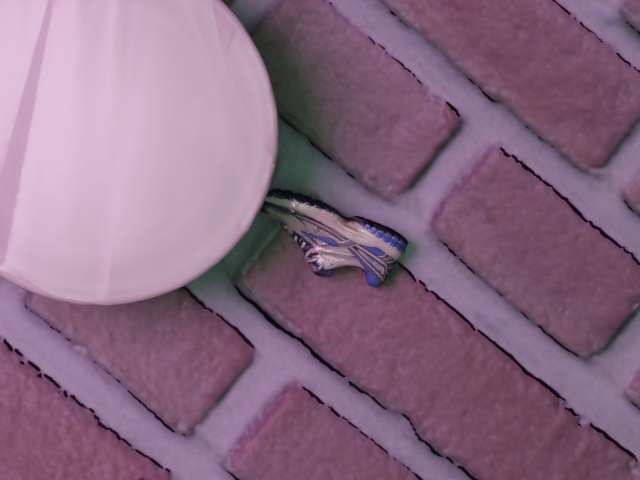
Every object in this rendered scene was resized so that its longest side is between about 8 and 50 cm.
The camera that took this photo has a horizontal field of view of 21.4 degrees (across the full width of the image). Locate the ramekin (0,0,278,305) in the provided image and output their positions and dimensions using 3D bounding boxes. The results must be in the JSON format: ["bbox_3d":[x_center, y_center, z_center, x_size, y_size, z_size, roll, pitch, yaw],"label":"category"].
[{"bbox_3d":[-0.169,-0.087,1.322,0.272,0.127,0.273,0,93,-3],"label":"ramekin"}]

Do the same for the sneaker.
[{"bbox_3d":[0.000,0.000,1.371,0.135,0.052,0.058,22,96,-3],"label":"sneaker"}]

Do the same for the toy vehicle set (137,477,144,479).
[{"bbox_3d":[-0.186,0.346,1.387,0.267,0.035,0.166,-44,94,0],"label":"toy vehicle set"}]
